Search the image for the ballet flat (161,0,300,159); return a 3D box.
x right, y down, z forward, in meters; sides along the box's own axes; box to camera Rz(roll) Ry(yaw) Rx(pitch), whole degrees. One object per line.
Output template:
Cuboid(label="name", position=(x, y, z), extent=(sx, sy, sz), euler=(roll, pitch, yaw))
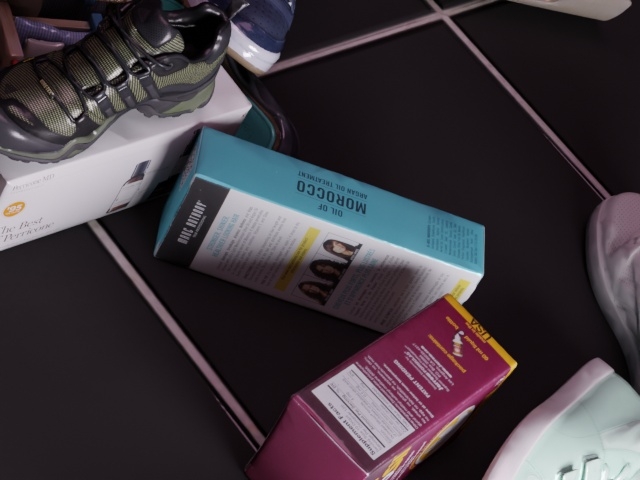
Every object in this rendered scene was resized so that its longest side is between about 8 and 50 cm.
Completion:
Cuboid(label="ballet flat", position=(-0.081, -0.129, 1.547), extent=(0.074, 0.074, 0.203), euler=(-15, 54, -38))

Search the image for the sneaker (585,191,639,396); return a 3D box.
Cuboid(label="sneaker", position=(0.319, 0.037, 1.538), extent=(0.108, 0.169, 0.292), euler=(7, 47, -21))

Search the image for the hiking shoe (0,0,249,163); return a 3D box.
Cuboid(label="hiking shoe", position=(-0.157, -0.132, 1.323), extent=(0.227, 0.114, 0.086), euler=(-25, 67, -41))

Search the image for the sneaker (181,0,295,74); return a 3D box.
Cuboid(label="sneaker", position=(-0.036, -0.259, 1.567), extent=(0.099, 0.153, 0.282), euler=(39, 22, -22))

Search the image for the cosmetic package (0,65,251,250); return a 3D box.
Cuboid(label="cosmetic package", position=(-0.171, -0.065, 1.409), extent=(0.239, 0.099, 0.060), euler=(-22, 64, -40))

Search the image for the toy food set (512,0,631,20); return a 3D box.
Cuboid(label="toy food set", position=(0.186, -0.362, 1.880), extent=(0.219, 0.092, 0.306), euler=(8, 49, -22))

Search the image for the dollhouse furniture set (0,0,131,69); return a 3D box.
Cuboid(label="dollhouse furniture set", position=(-0.194, -0.206, 1.462), extent=(0.129, 0.184, 0.129), euler=(0, 51, -29))

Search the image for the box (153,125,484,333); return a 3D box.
Cuboid(label="box", position=(0.000, 0.000, 1.444), extent=(0.244, 0.100, 0.060), euler=(19, 43, -13))

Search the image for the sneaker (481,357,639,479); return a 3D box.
Cuboid(label="sneaker", position=(0.209, 0.195, 1.381), extent=(0.151, 0.094, 0.256), euler=(38, 41, 15))

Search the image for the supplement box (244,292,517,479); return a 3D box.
Cuboid(label="supplement box", position=(0.046, 0.130, 1.347), extent=(0.081, 0.104, 0.188), euler=(46, 46, 14))
